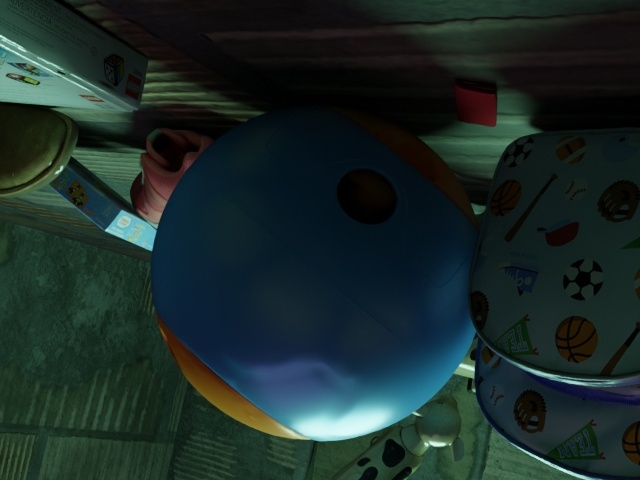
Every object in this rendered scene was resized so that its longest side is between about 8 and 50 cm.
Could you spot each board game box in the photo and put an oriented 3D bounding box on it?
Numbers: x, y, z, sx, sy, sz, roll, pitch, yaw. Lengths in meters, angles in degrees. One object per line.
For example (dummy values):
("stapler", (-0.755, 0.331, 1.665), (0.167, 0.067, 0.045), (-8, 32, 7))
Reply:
("board game box", (-0.322, -0.167, 0.717), (0.305, 0.053, 0.193), (9, 173, 25))
("board game box", (-0.316, -0.072, 1.152), (0.211, 0.039, 0.160), (38, 179, 13))

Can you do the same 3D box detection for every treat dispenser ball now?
("treat dispenser ball", (-0.002, 0.028, 0.761), (0.288, 0.288, 0.288), (12, 173, 2))

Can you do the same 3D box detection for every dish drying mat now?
("dish drying mat", (0.119, -0.103, 0.667), (0.032, 0.008, 0.083), (11, 174, 12))

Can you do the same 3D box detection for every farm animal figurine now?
("farm animal figurine", (0.111, 0.123, 0.954), (0.326, 0.331, 0.172), (-3, 165, -15))

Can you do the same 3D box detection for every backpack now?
("backpack", (0.234, 0.049, 0.634), (0.213, 0.264, 0.276), (16, 172, -39))

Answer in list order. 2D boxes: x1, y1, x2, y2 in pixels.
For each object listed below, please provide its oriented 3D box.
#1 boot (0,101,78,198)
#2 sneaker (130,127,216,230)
("boot", (-0.408, -0.126, 1.014), (0.305, 0.112, 0.115), (10, 162, 34))
("sneaker", (-0.156, -0.083, 1.015), (0.136, 0.116, 0.313), (49, 160, -28))
